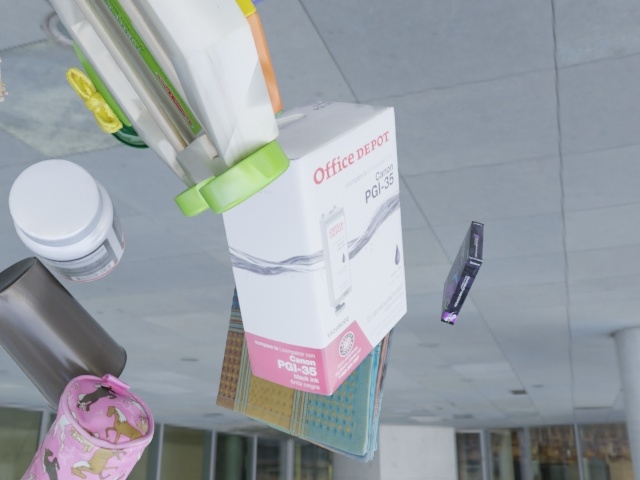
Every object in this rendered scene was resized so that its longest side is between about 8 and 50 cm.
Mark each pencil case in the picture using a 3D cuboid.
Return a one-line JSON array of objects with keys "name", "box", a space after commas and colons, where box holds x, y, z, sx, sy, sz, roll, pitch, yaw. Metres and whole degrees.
[{"name": "pencil case", "box": [-0.405, 0.395, 1.073, 0.160, 0.167, 0.386, 10, 118, -54]}]

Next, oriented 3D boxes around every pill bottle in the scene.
[{"name": "pill bottle", "box": [-0.440, -0.031, 1.206, 0.161, 0.161, 0.283, 3, 164, -9]}]

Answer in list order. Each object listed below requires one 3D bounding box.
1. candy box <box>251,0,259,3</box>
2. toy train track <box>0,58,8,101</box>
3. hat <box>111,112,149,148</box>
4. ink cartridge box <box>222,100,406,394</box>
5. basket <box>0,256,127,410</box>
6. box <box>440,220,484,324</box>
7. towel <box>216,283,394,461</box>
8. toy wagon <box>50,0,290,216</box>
[{"name": "candy box", "box": [-0.159, -0.392, 0.976, 0.268, 0.122, 0.317, -28, -164, -36]}, {"name": "toy train track", "box": [-0.612, -0.308, 1.318, 0.014, 0.083, 0.048, 1, -166, 0]}, {"name": "hat", "box": [-0.151, -0.169, 0.850, 0.183, 0.173, 0.208, 23, 153, 31]}, {"name": "ink cartridge box", "box": [0.000, 0.000, 0.802, 0.117, 0.283, 0.207, 10, -151, 32]}, {"name": "basket", "box": [-0.463, 0.153, 1.163, 0.204, 0.154, 0.227, 7, 134, 52]}, {"name": "box", "box": [0.262, 0.060, 1.267, 0.029, 0.116, 0.162, 18, 127, 1]}, {"name": "towel", "box": [-0.031, 0.161, 1.063, 0.040, 0.271, 0.370, 15, 171, -40]}, {"name": "toy wagon", "box": [-0.138, -0.143, 0.482, 0.068, 0.267, 0.344, -36, -169, -15]}]
